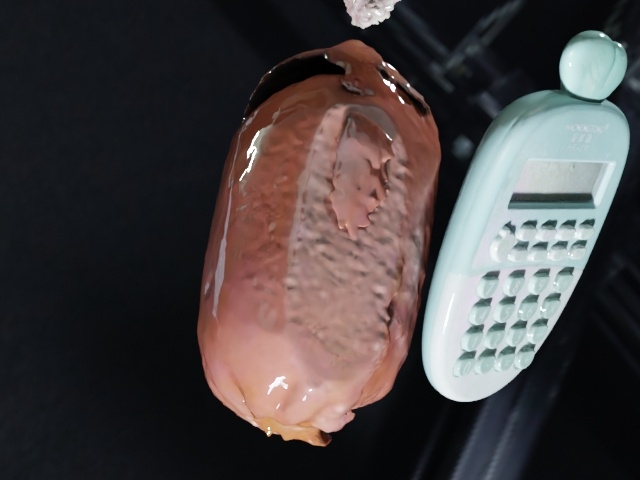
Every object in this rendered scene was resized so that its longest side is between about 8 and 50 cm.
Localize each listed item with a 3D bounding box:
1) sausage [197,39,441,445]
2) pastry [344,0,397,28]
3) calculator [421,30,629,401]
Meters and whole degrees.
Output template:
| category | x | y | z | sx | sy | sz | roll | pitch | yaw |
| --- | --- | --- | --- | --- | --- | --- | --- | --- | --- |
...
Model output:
| category | x | y | z | sx | sy | sz | roll | pitch | yaw |
| --- | --- | --- | --- | --- | --- | --- | --- | --- | --- |
| sausage | 0.000 | 0.000 | 1.273 | 0.152 | 0.152 | 0.279 | 19 | -116 | -18 |
| pastry | 0.052 | -0.303 | 1.712 | 0.112 | 0.265 | 0.103 | -32 | -114 | -7 |
| calculator | 0.154 | -0.016 | 1.403 | 0.042 | 0.295 | 0.184 | 29 | -163 | 33 |
